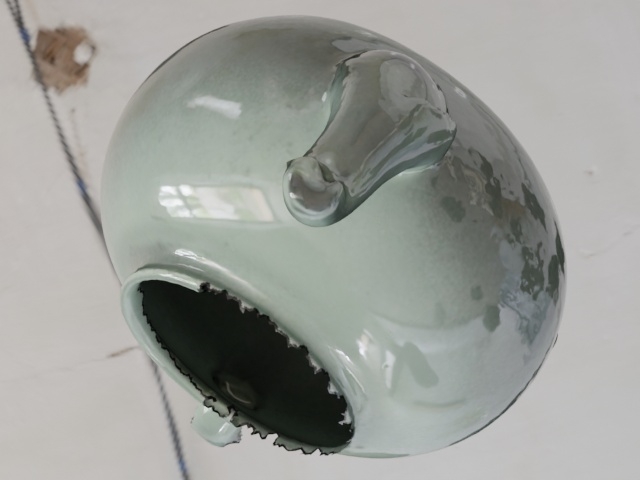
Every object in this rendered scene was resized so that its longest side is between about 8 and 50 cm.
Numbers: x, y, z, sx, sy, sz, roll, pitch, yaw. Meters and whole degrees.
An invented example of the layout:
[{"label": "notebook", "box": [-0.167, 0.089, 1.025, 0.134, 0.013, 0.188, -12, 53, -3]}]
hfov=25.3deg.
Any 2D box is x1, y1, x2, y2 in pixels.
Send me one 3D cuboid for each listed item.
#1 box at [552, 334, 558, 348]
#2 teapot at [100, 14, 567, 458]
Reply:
[{"label": "box", "box": [0.128, 0.073, 1.453, 0.201, 0.090, 0.144, 35, -104, 28]}, {"label": "teapot", "box": [-0.002, 0.008, 0.562, 0.193, 0.294, 0.129, 35, -119, 5]}]
